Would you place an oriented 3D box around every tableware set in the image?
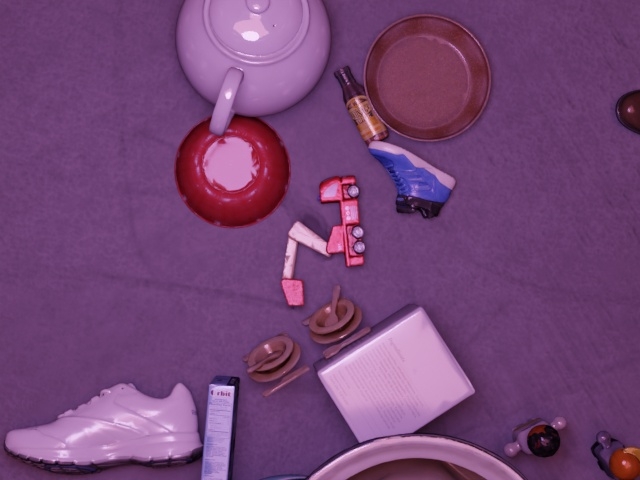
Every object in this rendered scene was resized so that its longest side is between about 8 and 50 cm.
[{"bbox_3d":[-0.029,0.142,1.820,0.194,0.128,0.039,-32,118,-5],"label":"tableware set"}]

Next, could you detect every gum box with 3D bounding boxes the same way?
[{"bbox_3d":[-0.148,0.298,1.796,0.041,0.157,0.184,5,88,0],"label":"gum box"}]

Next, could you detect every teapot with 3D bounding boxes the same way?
[{"bbox_3d":[-0.098,-0.308,1.786,0.253,0.187,0.256,-25,83,-10],"label":"teapot"}]

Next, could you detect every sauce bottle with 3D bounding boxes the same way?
[{"bbox_3d":[0.060,-0.207,1.879,0.042,0.042,0.128,-30,89,-3],"label":"sauce bottle"}]

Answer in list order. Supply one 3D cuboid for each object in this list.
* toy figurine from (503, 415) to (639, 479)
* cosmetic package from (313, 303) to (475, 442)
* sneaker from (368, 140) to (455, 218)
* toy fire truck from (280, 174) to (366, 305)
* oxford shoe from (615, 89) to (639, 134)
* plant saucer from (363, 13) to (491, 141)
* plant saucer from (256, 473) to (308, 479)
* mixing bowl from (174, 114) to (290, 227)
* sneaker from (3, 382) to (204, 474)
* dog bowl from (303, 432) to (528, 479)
[{"bbox_3d":[0.365,0.374,1.820,0.213,0.148,0.209,19,88,-1],"label":"toy figurine"},{"bbox_3d":[0.106,0.204,1.813,0.184,0.151,0.151,-32,91,-2],"label":"cosmetic package"},{"bbox_3d":[0.127,-0.087,1.859,0.152,0.058,0.084,28,85,-22],"label":"sneaker"},{"bbox_3d":[0.000,0.000,1.867,0.135,0.047,0.192,-6,88,-1],"label":"toy fire truck"},{"bbox_3d":[0.571,-0.196,1.874,0.227,0.096,0.082,6,90,-1],"label":"oxford shoe"},{"bbox_3d":[0.163,-0.248,1.882,0.199,0.036,0.198,0,86,-5],"label":"plant saucer"},{"bbox_3d":[-0.105,0.454,1.761,0.317,0.317,0.044,-44,49,-3],"label":"plant saucer"},{"bbox_3d":[-0.135,-0.110,1.840,0.181,0.098,0.181,0,88,-1],"label":"mixing bowl"},{"bbox_3d":[-0.324,0.283,1.831,0.297,0.111,0.129,-4,72,-6],"label":"sneaker"},{"bbox_3d":[0.122,0.455,1.659,0.408,0.150,0.407,0,89,-3],"label":"dog bowl"}]
